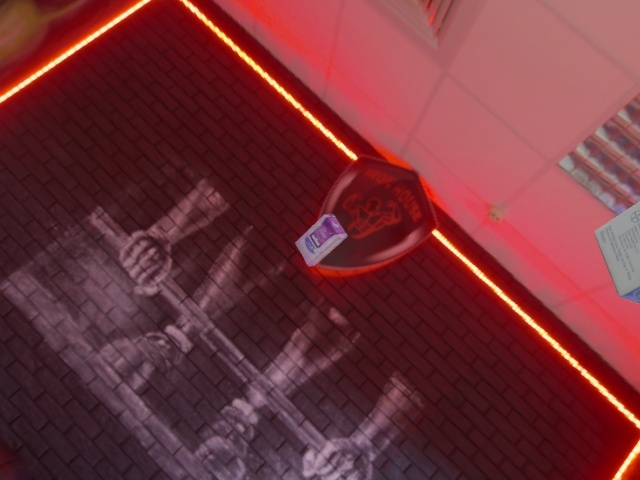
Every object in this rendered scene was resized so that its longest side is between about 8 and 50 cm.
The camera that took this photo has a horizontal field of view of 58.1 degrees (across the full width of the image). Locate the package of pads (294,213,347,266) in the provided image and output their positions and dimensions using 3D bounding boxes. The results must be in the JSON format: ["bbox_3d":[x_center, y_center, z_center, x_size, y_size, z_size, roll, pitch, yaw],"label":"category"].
[{"bbox_3d":[0.000,0.000,0.947,0.032,0.083,0.050,-4,57,-56],"label":"package of pads"}]

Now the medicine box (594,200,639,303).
[{"bbox_3d":[0.699,0.002,1.006,0.264,0.149,0.289,17,-40,-24],"label":"medicine box"}]
